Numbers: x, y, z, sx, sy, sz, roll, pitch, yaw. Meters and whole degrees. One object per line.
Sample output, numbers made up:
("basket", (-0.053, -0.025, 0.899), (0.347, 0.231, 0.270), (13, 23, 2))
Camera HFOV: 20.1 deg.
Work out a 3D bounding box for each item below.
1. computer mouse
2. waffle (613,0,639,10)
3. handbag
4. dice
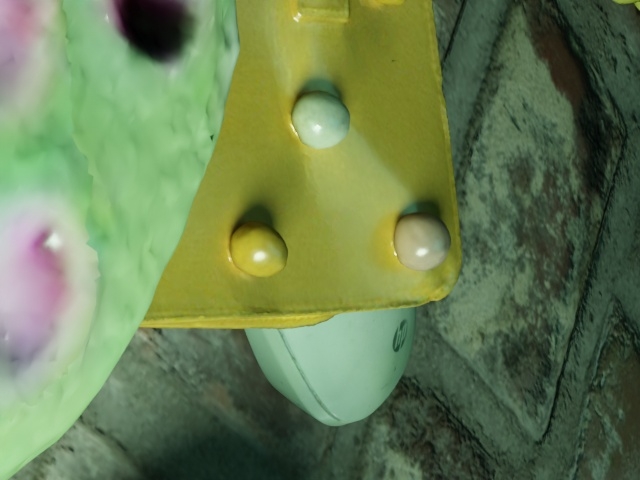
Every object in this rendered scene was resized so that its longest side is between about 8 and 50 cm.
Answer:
("computer mouse", (0.005, 0.001, 1.309), (0.159, 0.097, 0.288), (-45, 131, -43))
("waffle", (0.368, -0.399, 1.846), (0.380, 0.095, 0.382), (5, 87, -59))
("handbag", (-0.078, -0.089, 1.088), (0.401, 0.133, 0.283), (1, 83, -46))
("dice", (-0.245, -0.091, 0.679), (0.330, 0.322, 0.318), (47, 56, -48))
